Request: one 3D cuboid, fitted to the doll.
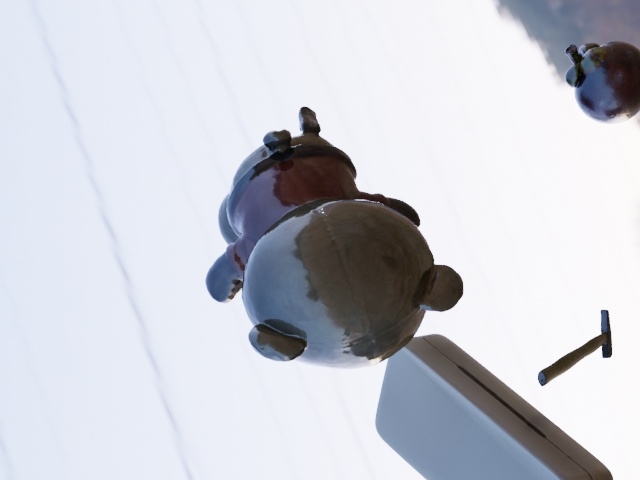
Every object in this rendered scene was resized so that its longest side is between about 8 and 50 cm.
[{"bbox_3d":[0.000,0.000,1.872,0.330,0.235,0.174,-120,19,-49],"label":"doll"}]

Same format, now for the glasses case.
[{"bbox_3d":[0.195,0.246,2.121,0.076,0.144,0.336,-9,-147,-35],"label":"glasses case"}]

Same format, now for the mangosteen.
[{"bbox_3d":[0.271,-0.148,1.714,0.081,0.081,0.081,54,-159,-32],"label":"mangosteen"}]

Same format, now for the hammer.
[{"bbox_3d":[0.304,0.134,2.163,0.199,0.013,0.062,-22,-69,-56],"label":"hammer"}]
